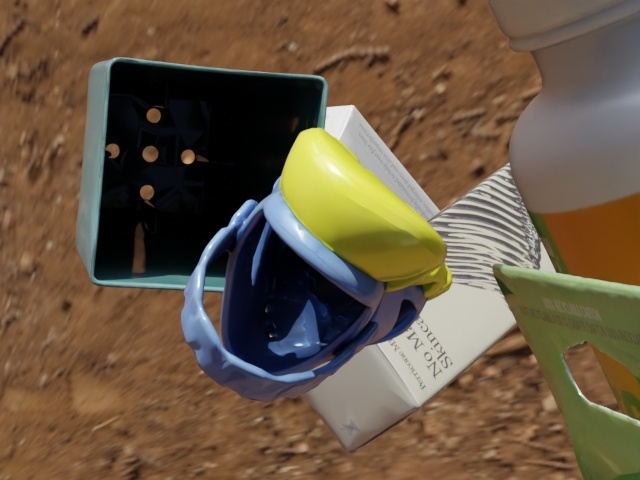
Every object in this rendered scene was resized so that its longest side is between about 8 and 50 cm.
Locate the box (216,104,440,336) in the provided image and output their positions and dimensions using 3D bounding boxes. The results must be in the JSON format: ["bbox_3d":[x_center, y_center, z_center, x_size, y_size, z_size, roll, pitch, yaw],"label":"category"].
[{"bbox_3d":[0.000,0.000,1.726,0.181,0.119,0.182,49,54,-38],"label":"box"}]

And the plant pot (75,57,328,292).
[{"bbox_3d":[-0.112,-0.057,1.464,0.165,0.234,0.165,4,95,-16],"label":"plant pot"}]

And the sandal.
[{"bbox_3d":[-0.007,0.022,1.065,0.126,0.317,0.138,42,91,9],"label":"sandal"}]

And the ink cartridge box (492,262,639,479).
[{"bbox_3d":[0.065,0.113,0.364,0.062,0.109,0.209,-25,95,-6],"label":"ink cartridge box"}]

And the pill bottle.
[{"bbox_3d":[0.146,-0.005,0.618,0.136,0.136,0.245,-28,99,-14],"label":"pill bottle"}]

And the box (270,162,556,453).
[{"bbox_3d":[0.090,0.046,1.450,0.113,0.094,0.275,53,42,0],"label":"box"}]
